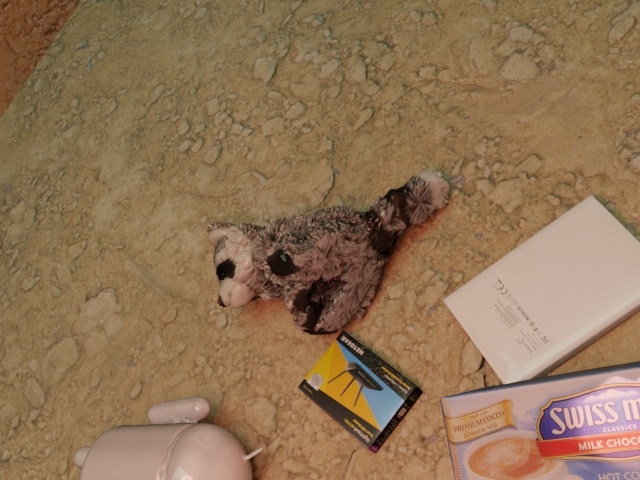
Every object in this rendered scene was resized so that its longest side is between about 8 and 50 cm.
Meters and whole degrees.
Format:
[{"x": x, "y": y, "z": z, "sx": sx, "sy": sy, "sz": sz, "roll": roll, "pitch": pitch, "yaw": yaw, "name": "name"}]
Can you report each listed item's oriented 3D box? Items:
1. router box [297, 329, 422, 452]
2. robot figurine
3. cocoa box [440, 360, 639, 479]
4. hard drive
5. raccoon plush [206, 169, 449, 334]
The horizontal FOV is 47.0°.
[{"x": 0.067, "y": 0.259, "z": 1.277, "sx": 0.179, "sy": 0.046, "sz": 0.133, "roll": 34, "pitch": 82, "yaw": 36, "name": "router box"}, {"x": -0.265, "y": 0.416, "z": 1.265, "sx": 0.354, "sy": 0.200, "sz": 0.299, "roll": -7, "pitch": 62, "yaw": 24, "name": "robot figurine"}, {"x": 0.368, "y": 0.275, "z": 0.924, "sx": 0.347, "sy": 0.231, "sz": 0.227, "roll": -18, "pitch": 74, "yaw": 35, "name": "cocoa box"}, {"x": 0.383, "y": 0.087, "z": 1.214, "sx": 0.308, "sy": 0.040, "sz": 0.203, "roll": -36, "pitch": 53, "yaw": 5, "name": "hard drive"}, {"x": 0.000, "y": 0.000, "z": 1.422, "sx": 0.446, "sy": 0.216, "sz": 0.299, "roll": -28, "pitch": 34, "yaw": -24, "name": "raccoon plush"}]
